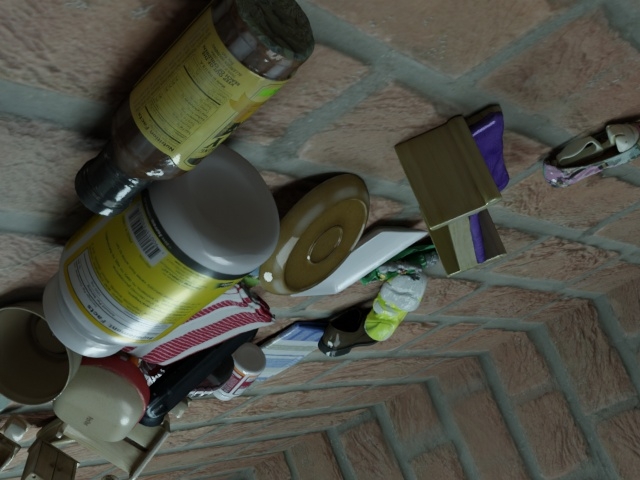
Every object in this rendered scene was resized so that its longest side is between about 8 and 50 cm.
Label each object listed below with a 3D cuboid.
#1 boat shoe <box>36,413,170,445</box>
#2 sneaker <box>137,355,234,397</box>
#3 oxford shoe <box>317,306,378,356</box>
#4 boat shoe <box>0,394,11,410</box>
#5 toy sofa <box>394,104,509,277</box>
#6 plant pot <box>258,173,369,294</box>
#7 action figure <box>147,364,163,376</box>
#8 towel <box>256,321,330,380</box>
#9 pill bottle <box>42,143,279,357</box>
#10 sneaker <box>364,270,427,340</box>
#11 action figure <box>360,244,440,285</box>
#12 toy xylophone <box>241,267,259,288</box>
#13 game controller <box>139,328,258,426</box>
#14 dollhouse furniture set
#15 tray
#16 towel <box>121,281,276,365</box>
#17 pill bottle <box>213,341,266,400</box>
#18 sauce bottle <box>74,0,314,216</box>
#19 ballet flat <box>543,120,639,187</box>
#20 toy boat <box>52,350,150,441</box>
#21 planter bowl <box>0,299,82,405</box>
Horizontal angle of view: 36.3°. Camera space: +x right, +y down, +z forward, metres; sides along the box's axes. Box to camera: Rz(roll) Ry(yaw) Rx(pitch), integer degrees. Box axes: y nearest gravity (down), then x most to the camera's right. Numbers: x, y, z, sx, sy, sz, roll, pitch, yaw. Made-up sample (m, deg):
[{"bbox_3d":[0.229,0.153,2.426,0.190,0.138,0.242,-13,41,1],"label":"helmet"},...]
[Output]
[{"bbox_3d":[-0.500,0.432,2.261,0.302,0.098,0.109,-14,160,-23],"label":"boat shoe"},{"bbox_3d":[-0.258,0.249,2.023,0.281,0.106,0.162,-10,148,-49],"label":"sneaker"},{"bbox_3d":[0.097,0.198,2.306,0.227,0.083,0.096,-22,140,-45],"label":"oxford shoe"},{"bbox_3d":[-0.496,0.203,1.636,0.303,0.091,0.114,-27,163,-31],"label":"boat shoe"},{"bbox_3d":[0.250,-0.070,1.615,0.177,0.150,0.362,-22,162,5],"label":"toy sofa"},{"bbox_3d":[0.000,0.000,1.555,0.236,0.032,0.236,-38,153,-24],"label":"plant pot"},{"bbox_3d":[-0.352,0.212,1.828,0.280,0.091,0.139,-17,155,-12],"label":"action figure"},{"bbox_3d":[-0.099,0.267,2.355,0.285,0.034,0.209,-34,156,28],"label":"towel"},{"bbox_3d":[-0.223,0.024,1.288,0.188,0.187,0.334,0,153,-48],"label":"pill bottle"},{"bbox_3d":[0.182,0.122,2.220,0.126,0.091,0.240,-46,174,-48],"label":"sneaker"},{"bbox_3d":[0.191,0.047,2.026,0.232,0.063,0.137,-16,164,-6],"label":"action figure"},{"bbox_3d":[-0.214,0.070,1.593,0.323,0.081,0.236,-33,158,30],"label":"toy xylophone"},{"bbox_3d":[-0.233,0.237,1.897,0.319,0.067,0.166,-41,174,-25],"label":"game controller"},{"bbox_3d":[-0.506,0.378,2.105,0.355,0.303,0.174,-51,-164,5],"label":"dollhouse furniture set"},{"bbox_3d":[0.069,0.036,1.899,0.145,0.030,0.270,-1,153,-49],"label":"tray"},{"bbox_3d":[-0.216,0.136,1.588,0.237,0.037,0.329,-22,161,5],"label":"towel"},{"bbox_3d":[-0.193,0.304,2.243,0.086,0.086,0.152,-6,149,-40],"label":"pill bottle"},{"bbox_3d":[-0.149,-0.139,1.042,0.111,0.111,0.344,-2,155,-46],"label":"sauce bottle"},{"bbox_3d":[0.508,-0.167,1.771,0.222,0.076,0.079,-25,142,9],"label":"ballet flat"},{"bbox_3d":[-0.363,0.244,1.684,0.151,0.151,0.231,28,149,-8],"label":"toy boat"},{"bbox_3d":[-0.436,0.161,1.519,0.162,0.162,0.109,-29,-173,21],"label":"planter bowl"}]
